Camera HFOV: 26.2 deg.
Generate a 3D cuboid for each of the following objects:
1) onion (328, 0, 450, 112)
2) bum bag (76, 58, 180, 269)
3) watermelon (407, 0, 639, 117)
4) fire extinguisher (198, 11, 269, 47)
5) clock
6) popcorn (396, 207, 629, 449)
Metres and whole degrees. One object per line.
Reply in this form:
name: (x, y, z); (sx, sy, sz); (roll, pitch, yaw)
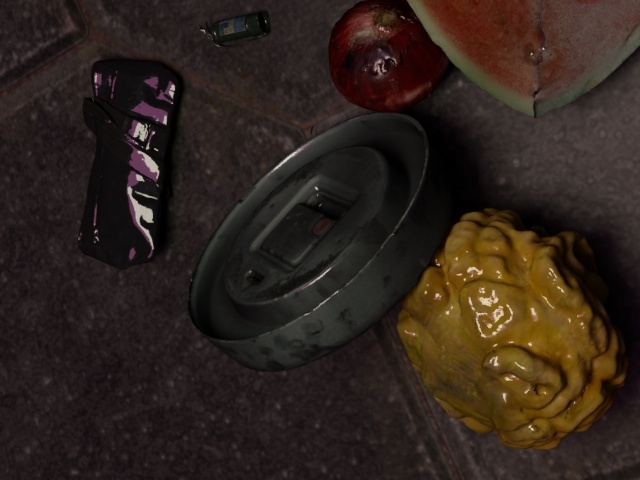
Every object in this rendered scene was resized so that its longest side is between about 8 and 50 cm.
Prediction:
onion: (0.071, -0.190, 1.412); (0.131, 0.131, 0.131); (6, 103, 27)
bum bag: (-0.228, -0.091, 1.631); (0.123, 0.060, 0.248); (12, 104, 25)
watermelon: (0.198, -0.262, 1.308); (0.260, 0.176, 0.256); (31, 98, 38)
fire extinguisher: (-0.097, -0.236, 1.552); (0.083, 0.025, 0.038); (-6, 120, 29)
clock: (0.000, -0.002, 1.401); (0.313, 0.312, 0.061); (-26, 123, 30)
popcorn: (0.188, 0.083, 1.351); (0.250, 0.190, 0.250); (30, 148, 21)
